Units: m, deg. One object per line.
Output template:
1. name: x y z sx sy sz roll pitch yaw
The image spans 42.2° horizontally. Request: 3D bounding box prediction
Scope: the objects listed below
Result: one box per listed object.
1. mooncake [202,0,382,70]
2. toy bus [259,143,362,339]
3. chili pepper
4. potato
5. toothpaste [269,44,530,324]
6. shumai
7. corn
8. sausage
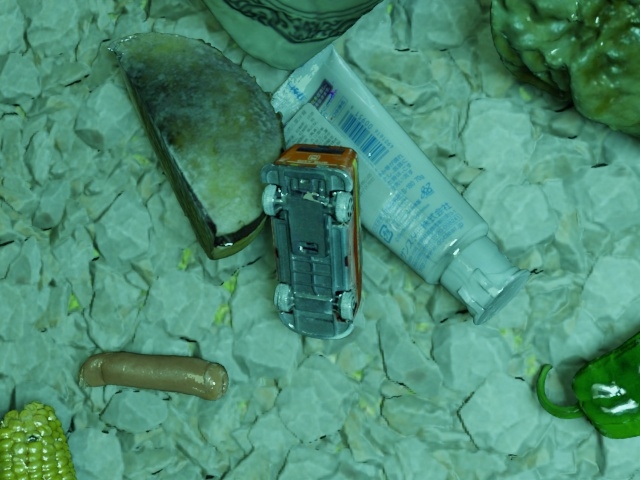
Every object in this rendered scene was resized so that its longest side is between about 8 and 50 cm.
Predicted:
1. mooncake: -0.018 -0.297 0.699 0.254 0.250 0.136 -39 43 8
2. toy bus: 0.000 0.000 0.727 0.079 0.077 0.174 6 124 16
3. chili pepper: 0.303 0.088 0.674 0.257 0.074 0.100 -34 77 8
4. potato: -0.099 -0.086 0.800 0.120 0.100 0.261 -21 62 -16
5. toothpaste: 0.061 -0.052 0.757 0.114 0.073 0.299 -48 68 15
6. shumai: 0.277 -0.164 0.637 0.256 0.189 0.218 -35 84 30
7. corn: -0.270 0.304 0.794 0.106 0.106 0.293 -16 82 13
8. sausage: -0.166 0.131 0.813 0.157 0.036 0.042 1 51 15
